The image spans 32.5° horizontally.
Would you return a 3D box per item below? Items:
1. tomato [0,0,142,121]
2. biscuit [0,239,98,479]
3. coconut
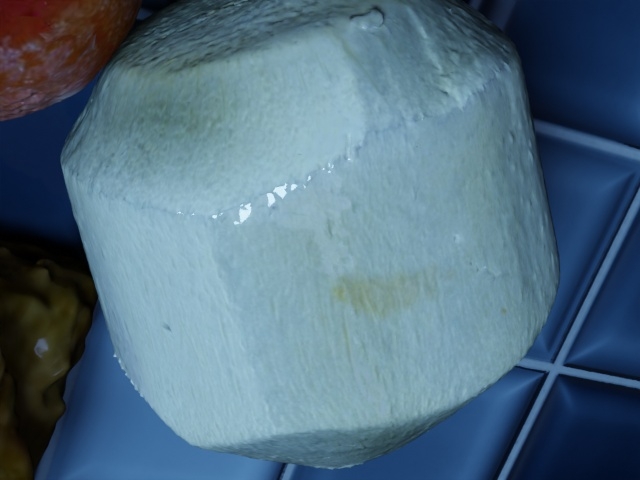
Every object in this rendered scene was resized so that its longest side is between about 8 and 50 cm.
[{"bbox_3d":[-0.184,-0.147,0.461,0.232,0.188,0.232,-5,108,-15],"label":"tomato"},{"bbox_3d":[-0.343,0.147,0.588,0.342,0.166,0.395,21,111,-21],"label":"biscuit"},{"bbox_3d":[0.000,0.000,0.567,0.237,0.237,0.266,-18,121,-6],"label":"coconut"}]
